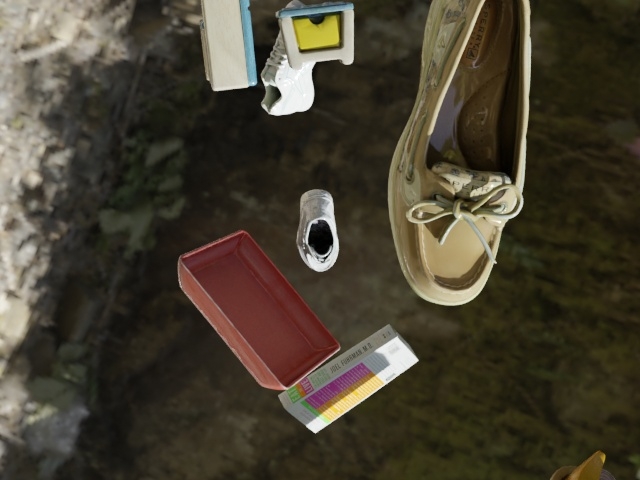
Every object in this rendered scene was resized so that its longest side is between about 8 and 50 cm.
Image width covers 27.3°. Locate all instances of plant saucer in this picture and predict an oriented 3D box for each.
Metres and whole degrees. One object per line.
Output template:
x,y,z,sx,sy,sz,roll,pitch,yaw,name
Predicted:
-0.104,0.114,2.083,0.048,0.258,0.259,-42,175,21,plant saucer

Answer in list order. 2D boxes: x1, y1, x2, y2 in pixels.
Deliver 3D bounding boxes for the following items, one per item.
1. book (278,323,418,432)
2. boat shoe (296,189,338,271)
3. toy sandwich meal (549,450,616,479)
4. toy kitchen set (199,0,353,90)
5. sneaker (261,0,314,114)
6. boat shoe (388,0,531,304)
0.032,0.151,1.455,0.144,0.035,0.096,-33,154,4,book
0.000,0.000,1.997,0.184,0.066,0.063,98,-10,-53,boat shoe
0.135,0.132,0.590,0.029,0.085,0.085,-45,168,30,toy sandwich meal
-0.039,-0.228,1.340,0.207,0.166,0.122,-122,-155,-77,toy kitchen set
-0.038,-0.216,1.598,0.061,0.053,0.152,-22,133,-33,sneaker
0.119,-0.084,1.093,0.089,0.104,0.285,-148,-119,-78,boat shoe
